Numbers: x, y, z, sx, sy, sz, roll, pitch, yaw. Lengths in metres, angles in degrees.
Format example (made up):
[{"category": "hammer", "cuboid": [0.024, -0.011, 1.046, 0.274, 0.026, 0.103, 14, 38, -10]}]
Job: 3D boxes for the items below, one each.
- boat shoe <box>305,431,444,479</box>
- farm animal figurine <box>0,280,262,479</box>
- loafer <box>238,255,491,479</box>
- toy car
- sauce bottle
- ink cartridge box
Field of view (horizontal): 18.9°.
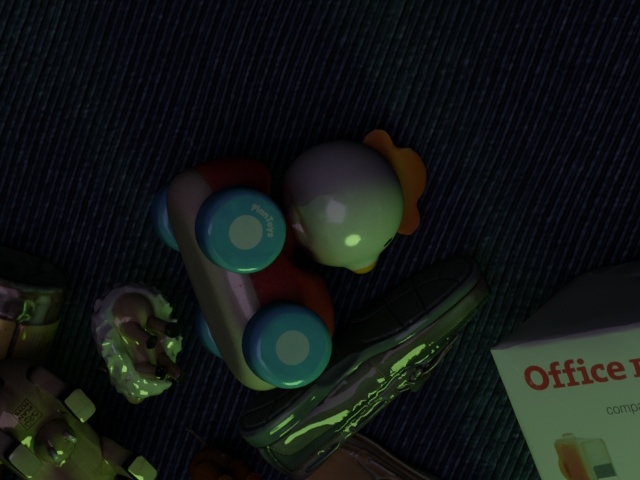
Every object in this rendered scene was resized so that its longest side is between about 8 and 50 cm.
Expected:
[{"category": "boat shoe", "cuboid": [0.044, 0.226, 1.793, 0.190, 0.072, 0.068, 20, 107, 5]}, {"category": "farm animal figurine", "cuboid": [-0.240, 0.237, 1.762, 0.330, 0.172, 0.326, -32, 117, -25]}, {"category": "loafer", "cuboid": [0.051, 0.118, 1.755, 0.267, 0.096, 0.084, -36, 112, 7]}, {"category": "toy car", "cuboid": [0.000, 0.000, 1.707, 0.238, 0.219, 0.210, -24, 100, -14]}, {"category": "sauce bottle", "cuboid": [-0.341, 0.175, 1.831, 0.111, 0.111, 0.344, 23, 106, 4]}, {"category": "ink cartridge box", "cuboid": [0.350, 0.211, 1.636, 0.279, 0.160, 0.384, -13, 102, 43]}]
